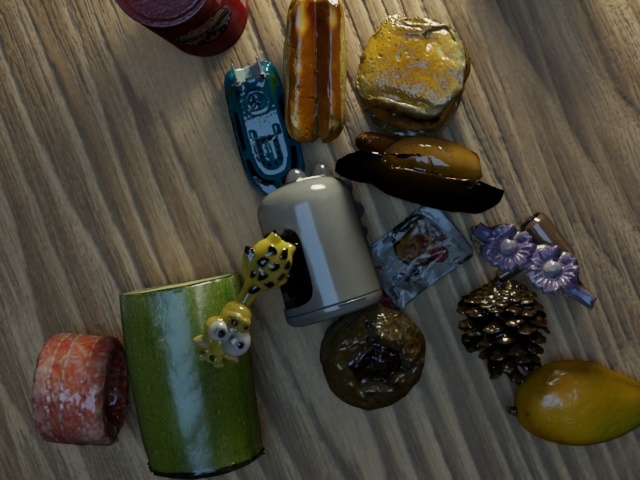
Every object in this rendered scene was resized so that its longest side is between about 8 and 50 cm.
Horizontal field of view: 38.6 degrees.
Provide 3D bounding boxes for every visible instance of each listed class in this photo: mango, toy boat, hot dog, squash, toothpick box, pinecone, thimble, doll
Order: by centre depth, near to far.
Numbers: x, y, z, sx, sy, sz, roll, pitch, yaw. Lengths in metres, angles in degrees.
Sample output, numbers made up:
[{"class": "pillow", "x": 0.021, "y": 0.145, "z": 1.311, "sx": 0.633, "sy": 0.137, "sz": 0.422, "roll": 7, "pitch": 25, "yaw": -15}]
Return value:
[{"class": "doll", "x": -0.144, "y": 0.115, "z": 1.768, "sx": 0.117, "sy": 0.086, "sz": 0.291, "roll": 33, "pitch": 87, "yaw": -21}, {"class": "toothpick box", "x": -0.273, "y": -0.496, "z": 1.840, "sx": 0.204, "sy": 0.333, "sz": 0.204, "roll": 0, "pitch": 92, "yaw": 6}, {"class": "pinecone", "x": 0.374, "y": 0.185, "z": 1.871, "sx": 0.179, "sy": 0.184, "sz": 0.205, "roll": -11, "pitch": 115, "yaw": 2}, {"class": "hot dog", "x": 0.210, "y": -0.163, "z": 1.873, "sx": 0.326, "sy": 0.194, "sz": 0.107, "roll": 21, "pitch": 65, "yaw": -15}, {"class": "mango", "x": 0.539, "y": 0.335, "z": 1.889, "sx": 0.316, "sy": 0.119, "sz": 0.177, "roll": 2, "pitch": 90, "yaw": -2}, {"class": "toothpick box", "x": 0.000, "y": 0.000, "z": 1.894, "sx": 0.229, "sy": 0.229, "sz": 0.317, "roll": -16, "pitch": 89, "yaw": 7}, {"class": "squash", "x": -0.269, "y": 0.276, "z": 1.905, "sx": 0.263, "sy": 0.263, "sz": 0.385, "roll": -9, "pitch": 91, "yaw": 7}, {"class": "hot dog", "x": -0.012, "y": -0.375, "z": 1.933, "sx": 0.135, "sy": 0.100, "sz": 0.337, "roll": -1, "pitch": 93, "yaw": -2}, {"class": "thimble", "x": -0.504, "y": 0.320, "z": 1.947, "sx": 0.162, "sy": 0.239, "sz": 0.239, "roll": 0, "pitch": 92, "yaw": 4}, {"class": "toy boat", "x": -0.124, "y": -0.235, "z": 1.955, "sx": 0.134, "sy": 0.092, "sz": 0.299, "roll": -16, "pitch": 89, "yaw": 4}]

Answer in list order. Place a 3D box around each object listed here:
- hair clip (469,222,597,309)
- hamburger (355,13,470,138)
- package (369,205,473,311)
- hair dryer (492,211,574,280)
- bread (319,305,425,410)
[{"class": "hair clip", "x": 0.433, "y": 0.043, "z": 1.856, "sx": 0.292, "sy": 0.084, "sz": 0.106, "roll": 31, "pitch": 90, "yaw": 14}, {"class": "hamburger", "x": 0.188, "y": -0.331, "z": 1.882, "sx": 0.244, "sy": 0.163, "sz": 0.245, "roll": -1, "pitch": 85, "yaw": 10}, {"class": "package", "x": 0.194, "y": 0.040, "z": 1.952, "sx": 0.239, "sy": 0.030, "sz": 0.154, "roll": -39, "pitch": 76, "yaw": 12}, {"class": "hair dryer", "x": 0.426, "y": 0.036, "z": 1.917, "sx": 0.181, "sy": 0.064, "sz": 0.117, "roll": -38, "pitch": 87, "yaw": 12}, {"class": "bread", "x": 0.108, "y": 0.249, "z": 1.906, "sx": 0.229, "sy": 0.123, "sz": 0.230, "roll": 0, "pitch": 108, "yaw": -1}]
